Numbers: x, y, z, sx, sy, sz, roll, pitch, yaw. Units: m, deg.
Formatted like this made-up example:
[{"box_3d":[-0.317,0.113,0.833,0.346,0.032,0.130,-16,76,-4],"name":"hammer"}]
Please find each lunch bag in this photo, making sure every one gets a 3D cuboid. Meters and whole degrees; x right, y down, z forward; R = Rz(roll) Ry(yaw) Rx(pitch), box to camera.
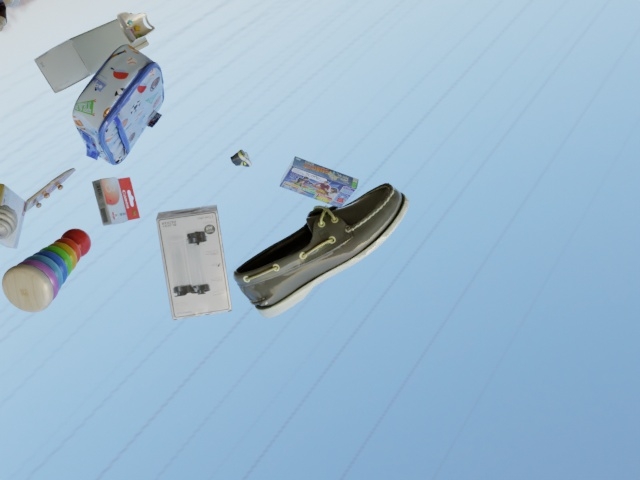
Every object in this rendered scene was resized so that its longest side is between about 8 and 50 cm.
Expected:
[{"box_3d":[-0.470,-0.303,1.680,0.243,0.115,0.303,-59,-178,-14],"name":"lunch bag"}]

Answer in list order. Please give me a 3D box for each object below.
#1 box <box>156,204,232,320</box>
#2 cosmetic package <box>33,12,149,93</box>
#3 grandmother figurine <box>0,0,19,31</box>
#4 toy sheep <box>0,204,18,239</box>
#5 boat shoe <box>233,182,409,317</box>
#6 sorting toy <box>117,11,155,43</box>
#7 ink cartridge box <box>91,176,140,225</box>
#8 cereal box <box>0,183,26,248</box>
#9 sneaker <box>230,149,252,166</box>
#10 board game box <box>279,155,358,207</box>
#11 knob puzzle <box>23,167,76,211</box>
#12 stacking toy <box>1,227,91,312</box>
[{"box_3d":[-0.344,0.059,1.959,0.169,0.290,0.087,-9,-165,-8],"name":"box"},{"box_3d":[-0.660,-0.552,2.089,0.160,0.113,0.309,-16,-157,31],"name":"cosmetic package"},{"box_3d":[-0.914,-0.628,1.884,0.104,0.208,0.342,-29,-163,27],"name":"grandmother figurine"},{"box_3d":[-0.843,-0.048,1.883,0.091,0.091,0.132,-15,-140,12],"name":"toy sheep"},{"box_3d":[0.001,0.002,1.137,0.305,0.091,0.109,-36,-157,6],"name":"boat shoe"},{"box_3d":[-0.469,-0.550,1.841,0.075,0.083,0.045,-32,176,-21],"name":"sorting toy"},{"box_3d":[-0.632,-0.128,2.266,0.045,0.145,0.179,-11,-175,29],"name":"ink cartridge box"},{"box_3d":[-1.061,-0.079,2.407,0.047,0.240,0.173,9,-103,-3],"name":"cereal box"},{"box_3d":[-0.178,-0.180,1.594,0.035,0.031,0.083,-23,167,5],"name":"sneaker"},{"box_3d":[-0.006,-0.169,2.105,0.136,0.201,0.035,132,-26,-59],"name":"board game box"},{"box_3d":[-0.839,-0.159,2.244,0.213,0.030,0.213,-39,-170,8],"name":"knob puzzle"},{"box_3d":[-0.746,0.066,2.019,0.141,0.141,0.330,-12,-158,16],"name":"stacking toy"}]
